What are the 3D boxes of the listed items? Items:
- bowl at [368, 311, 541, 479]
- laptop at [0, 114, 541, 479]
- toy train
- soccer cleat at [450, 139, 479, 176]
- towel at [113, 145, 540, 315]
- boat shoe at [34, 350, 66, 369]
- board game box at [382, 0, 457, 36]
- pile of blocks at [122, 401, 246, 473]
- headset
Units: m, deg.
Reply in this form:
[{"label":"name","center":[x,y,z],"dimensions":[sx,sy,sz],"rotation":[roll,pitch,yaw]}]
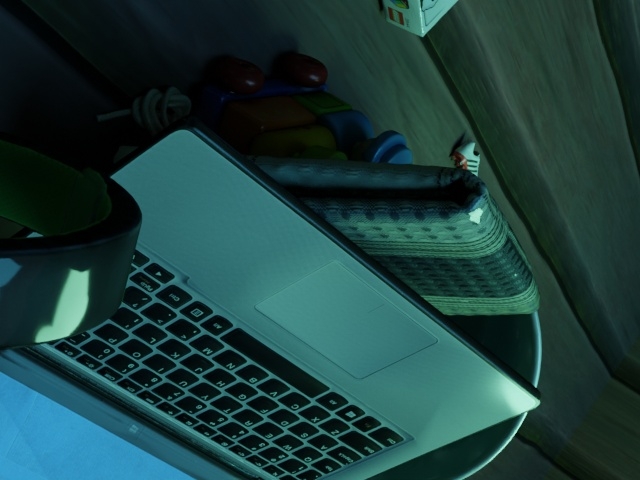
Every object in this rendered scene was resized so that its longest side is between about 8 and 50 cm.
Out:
[{"label":"bowl","center":[0.074,0.081,1.123],"dimensions":[0.311,0.311,0.163],"rotation":[-67,170,17]},{"label":"laptop","center":[-0.106,0.190,0.785],"dimensions":[0.408,0.236,0.382],"rotation":[-30,129,30]},{"label":"toy train","center":[-0.043,-0.073,0.887],"dimensions":[0.248,0.143,0.105],"rotation":[-16,131,-52]},{"label":"soccer cleat","center":[0.183,-0.092,1.356],"dimensions":[0.035,0.029,0.083],"rotation":[-47,146,-10]},{"label":"towel","center":[0.000,0.000,0.886],"dimensions":[0.312,0.324,0.056],"rotation":[41,53,-65]},{"label":"boat shoe","center":[-0.179,0.057,0.904],"dimensions":[0.133,0.049,0.042],"rotation":[-35,133,-39]},{"label":"board game box","center":[0.159,-0.357,1.015],"dimensions":[0.305,0.053,0.193],"rotation":[-47,151,-18]},{"label":"pile of blocks","center":[-0.134,0.199,1.018],"dimensions":[0.112,0.149,0.362],"rotation":[-39,148,-32]},{"label":"headset","center":[-0.267,-0.048,0.483],"dimensions":[0.394,0.243,0.185],"rotation":[4,108,-33]}]
